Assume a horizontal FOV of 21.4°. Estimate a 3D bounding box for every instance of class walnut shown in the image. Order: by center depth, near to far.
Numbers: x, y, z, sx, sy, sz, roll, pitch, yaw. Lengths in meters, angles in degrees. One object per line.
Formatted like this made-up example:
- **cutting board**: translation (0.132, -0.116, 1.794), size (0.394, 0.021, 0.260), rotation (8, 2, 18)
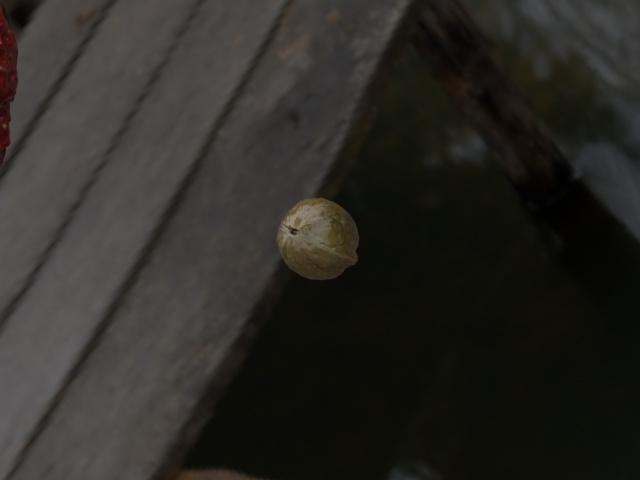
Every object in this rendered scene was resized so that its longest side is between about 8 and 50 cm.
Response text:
- **walnut**: translation (0.000, 0.000, 2.149), size (0.105, 0.124, 0.105), rotation (-16, 62, 33)

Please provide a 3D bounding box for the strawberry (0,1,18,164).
- **strawberry**: translation (-0.325, -0.115, 1.114), size (0.288, 0.250, 0.238), rotation (-72, 1, -64)
